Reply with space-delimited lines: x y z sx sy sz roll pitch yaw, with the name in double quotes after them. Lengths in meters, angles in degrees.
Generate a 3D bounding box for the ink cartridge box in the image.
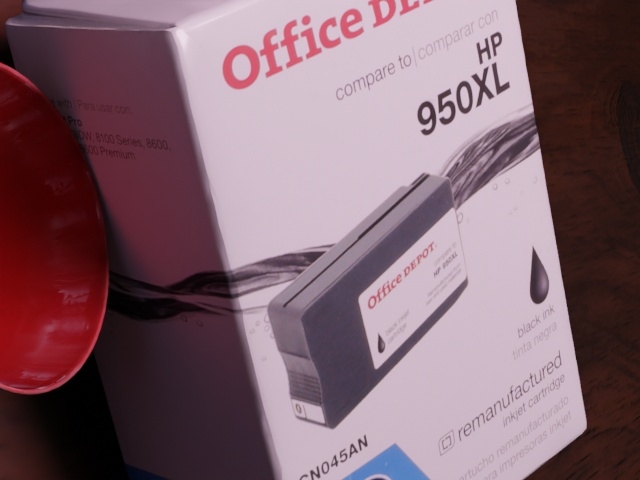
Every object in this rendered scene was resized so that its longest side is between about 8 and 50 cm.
0.000 0.000 1.081 0.285 0.166 0.394 -30 117 -38 "ink cartridge box"

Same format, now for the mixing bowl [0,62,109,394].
-0.204 0.000 0.912 0.181 0.098 0.181 36 48 -53 "mixing bowl"
